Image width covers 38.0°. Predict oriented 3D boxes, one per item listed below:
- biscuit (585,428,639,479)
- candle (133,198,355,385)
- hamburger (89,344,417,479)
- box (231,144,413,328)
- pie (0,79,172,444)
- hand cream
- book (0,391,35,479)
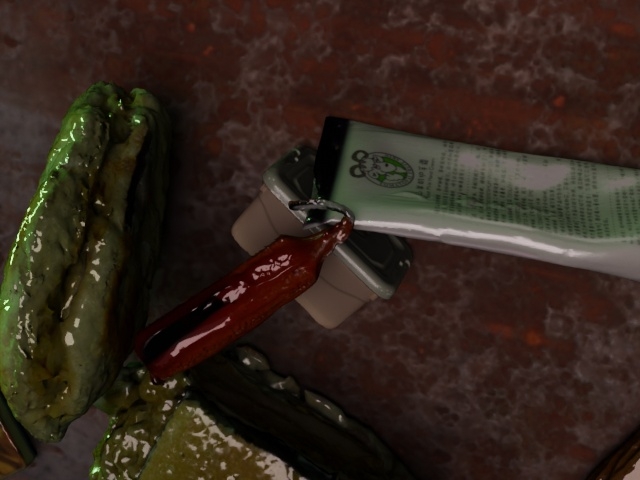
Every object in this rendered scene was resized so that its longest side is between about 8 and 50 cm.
[{"bbox_3d":[0.308,0.254,0.685,0.262,0.052,0.277,40,105,-1],"label":"biscuit"},{"bbox_3d":[-0.046,0.029,0.582,0.162,0.053,0.048,-34,55,2],"label":"candle"},{"bbox_3d":[-0.055,0.191,0.671,0.288,0.167,0.192,35,106,1],"label":"hamburger"},{"bbox_3d":[0.000,0.000,0.664,0.122,0.089,0.062,44,116,-1],"label":"box"},{"bbox_3d":[-0.151,0.010,0.614,0.090,0.201,0.248,12,71,-8],"label":"pie"},{"bbox_3d":[0.158,-0.020,0.624,0.336,0.121,0.076,11,129,4],"label":"hand cream"},{"bbox_3d":[-0.460,0.055,0.775,0.300,0.039,0.428,-25,97,14],"label":"book"}]
